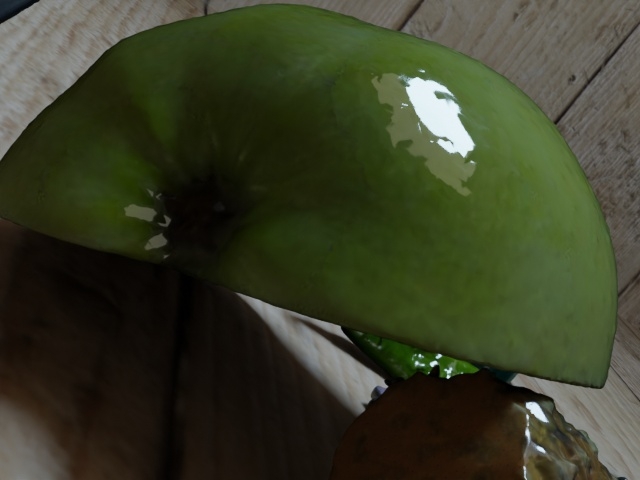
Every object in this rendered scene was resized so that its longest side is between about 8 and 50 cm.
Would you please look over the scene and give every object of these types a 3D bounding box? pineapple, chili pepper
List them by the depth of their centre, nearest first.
[{"bbox_3d":[0.131,0.180,0.555,0.279,0.158,0.158,34,13,-39],"label":"pineapple"},{"bbox_3d":[0.127,0.127,0.909,0.359,0.076,0.085,37,-8,-27],"label":"chili pepper"}]

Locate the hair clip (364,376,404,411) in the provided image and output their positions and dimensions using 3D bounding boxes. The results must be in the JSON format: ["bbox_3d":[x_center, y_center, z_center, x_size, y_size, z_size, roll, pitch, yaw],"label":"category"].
[{"bbox_3d":[0.091,0.163,0.751,0.187,0.056,0.146,39,7,-44],"label":"hair clip"}]

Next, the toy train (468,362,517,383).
[{"bbox_3d":[0.044,0.027,1.014,0.407,0.086,0.088,34,18,-17],"label":"toy train"}]

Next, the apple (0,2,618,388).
[{"bbox_3d":[0.000,0.000,0.603,0.311,0.320,0.360,64,12,17],"label":"apple"}]

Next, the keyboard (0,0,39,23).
[{"bbox_3d":[-0.294,-0.161,0.661,0.101,0.018,0.309,37,29,-10],"label":"keyboard"}]
